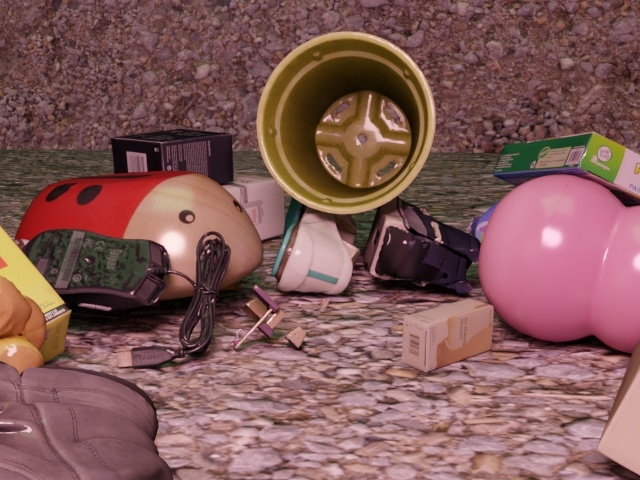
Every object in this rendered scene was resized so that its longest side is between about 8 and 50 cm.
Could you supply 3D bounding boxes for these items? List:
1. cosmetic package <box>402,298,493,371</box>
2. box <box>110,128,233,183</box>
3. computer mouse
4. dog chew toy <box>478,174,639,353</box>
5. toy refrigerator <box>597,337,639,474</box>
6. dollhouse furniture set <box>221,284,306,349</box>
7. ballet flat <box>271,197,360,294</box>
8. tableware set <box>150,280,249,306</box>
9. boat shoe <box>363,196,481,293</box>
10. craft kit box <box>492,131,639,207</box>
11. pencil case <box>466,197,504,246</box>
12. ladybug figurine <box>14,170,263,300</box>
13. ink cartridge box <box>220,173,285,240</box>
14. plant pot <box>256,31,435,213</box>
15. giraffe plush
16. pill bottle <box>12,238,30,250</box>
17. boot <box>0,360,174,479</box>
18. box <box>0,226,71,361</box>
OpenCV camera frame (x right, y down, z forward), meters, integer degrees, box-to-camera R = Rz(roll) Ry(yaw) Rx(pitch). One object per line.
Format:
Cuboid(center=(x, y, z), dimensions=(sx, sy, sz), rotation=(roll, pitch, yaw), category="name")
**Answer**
Cuboid(center=(0.150, 0.110, 0.987), dimensions=(0.115, 0.060, 0.041), rotation=(-12, 18, -37), category="cosmetic package")
Cuboid(center=(-0.265, -0.146, 1.515), dimensions=(0.156, 0.093, 0.158), rotation=(11, 19, 43), category="box")
Cuboid(center=(-0.243, 0.076, 1.021), dimensions=(0.261, 0.060, 0.184), rotation=(1, 57, 0), category="computer mouse")
Cuboid(center=(0.363, 0.040, 1.000), dimensions=(0.331, 0.207, 0.206), rotation=(15, 18, 27), category="dog chew toy")
Cuboid(center=(0.341, 0.124, 0.778), dimensions=(0.094, 0.102, 0.269), rotation=(28, 22, 19), category="toy refrigerator")
Cuboid(center=(-0.083, 0.121, 1.057), dimensions=(0.081, 0.091, 0.114), rotation=(-47, 2, -15), category="dollhouse furniture set")
Cuboid(center=(0.000, 0.000, 1.381), dimensions=(0.139, 0.139, 0.400), rotation=(0, 17, 2), category="ballet flat")
Cuboid(center=(-0.188, 0.076, 1.235), dimensions=(0.154, 0.024, 0.104), rotation=(-9, 10, -27), category="tableware set")
Cuboid(center=(0.160, 0.011, 1.350), dimensions=(0.158, 0.127, 0.340), rotation=(16, 13, -1), category="boat shoe")
Cuboid(center=(0.399, -0.068, 1.153), dimensions=(0.246, 0.061, 0.250), rotation=(26, -3, -14), category="craft kit box")
Cuboid(center=(0.362, 0.014, 1.236), dimensions=(0.119, 0.133, 0.306), rotation=(-15, 20, -32), category="pencil case")
Cuboid(center=(-0.286, -0.015, 1.247), dimensions=(0.449, 0.162, 0.305), rotation=(1, 12, 35), category="ladybug figurine")
Cuboid(center=(-0.231, -0.051, 1.571), dimensions=(0.207, 0.117, 0.283), rotation=(8, 16, 35), category="ink cartridge box")
Cuboid(center=(0.058, -0.179, 1.395), dimensions=(0.275, 0.276, 0.254), rotation=(2, 1, 10), category="plant pot")
Cuboid(center=(-0.345, 0.100, 0.827), dimensions=(0.210, 0.182, 0.170), rotation=(19, 4, 9), category="giraffe plush")
Cuboid(center=(-0.465, 0.067, 1.057), dimensions=(0.214, 0.117, 0.117), rotation=(-8, 15, -30), category="pill bottle")
Cuboid(center=(-0.084, 0.148, 0.453), dimensions=(0.338, 0.118, 0.223), rotation=(21, 12, -23), category="boot")
Cuboid(center=(-0.382, 0.037, 0.975), dimensions=(0.058, 0.087, 0.232), rotation=(-28, 66, -40), category="box")
